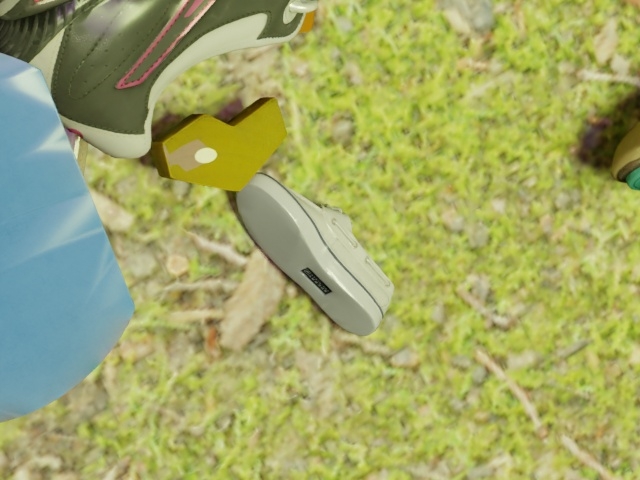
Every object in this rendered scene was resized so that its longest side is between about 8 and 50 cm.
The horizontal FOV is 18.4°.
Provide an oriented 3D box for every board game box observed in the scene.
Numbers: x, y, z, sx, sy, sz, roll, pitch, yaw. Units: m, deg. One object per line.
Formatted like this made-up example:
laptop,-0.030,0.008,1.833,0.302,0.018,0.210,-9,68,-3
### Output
board game box,-0.159,-0.003,0.830,0.133,0.033,0.168,-20,110,0

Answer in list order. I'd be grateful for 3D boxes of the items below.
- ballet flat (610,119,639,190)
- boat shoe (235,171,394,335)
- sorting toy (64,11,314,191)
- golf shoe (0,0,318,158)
ballet flat,0.242,-0.079,1.020,0.232,0.080,0.073,-11,74,-23
boat shoe,0.000,0.000,0.948,0.100,0.035,0.035,47,53,-17
sorting toy,-0.158,-0.069,0.871,0.307,0.041,0.229,7,91,-23
golf shoe,-0.033,-0.156,0.855,0.273,0.105,0.120,-40,121,-11
